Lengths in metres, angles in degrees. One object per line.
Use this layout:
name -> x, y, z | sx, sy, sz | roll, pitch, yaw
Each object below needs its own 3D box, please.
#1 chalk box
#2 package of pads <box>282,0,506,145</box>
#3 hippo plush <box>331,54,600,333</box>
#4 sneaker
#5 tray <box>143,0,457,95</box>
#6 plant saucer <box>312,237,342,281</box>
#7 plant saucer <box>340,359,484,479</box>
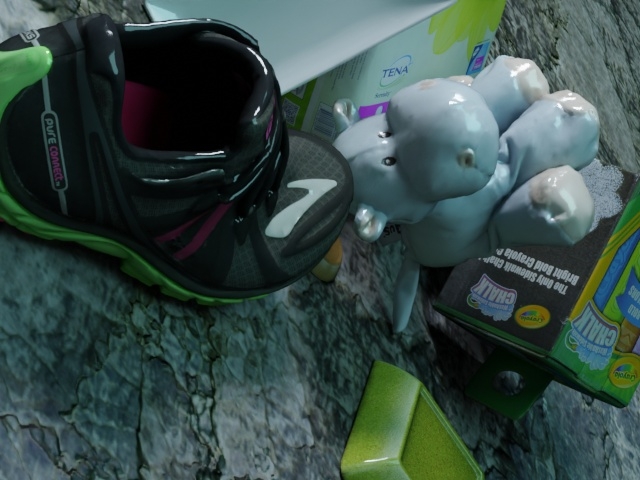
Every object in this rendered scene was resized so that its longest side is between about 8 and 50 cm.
chalk box -> 0.263, 0.062, 2.022 | 0.179, 0.180, 0.289 | 32, 85, -45
package of pads -> 0.093, -0.230, 1.944 | 0.101, 0.229, 0.296 | 29, 25, 23
hippo plush -> 0.107, -0.090, 1.830 | 0.236, 0.294, 0.234 | 24, 48, -47
sneaker -> -0.094, -0.067, 1.524 | 0.483, 0.202, 0.185 | 13, 58, -58
tray -> -0.019, -0.230, 1.760 | 0.145, 0.270, 0.030 | 62, 1, -8
plant saucer -> 0.000, 0.000, 1.856 | 0.083, 0.015, 0.083 | 43, 35, -40
plant saucer -> 0.103, 0.231, 1.823 | 0.188, 0.045, 0.188 | 55, 28, -21
